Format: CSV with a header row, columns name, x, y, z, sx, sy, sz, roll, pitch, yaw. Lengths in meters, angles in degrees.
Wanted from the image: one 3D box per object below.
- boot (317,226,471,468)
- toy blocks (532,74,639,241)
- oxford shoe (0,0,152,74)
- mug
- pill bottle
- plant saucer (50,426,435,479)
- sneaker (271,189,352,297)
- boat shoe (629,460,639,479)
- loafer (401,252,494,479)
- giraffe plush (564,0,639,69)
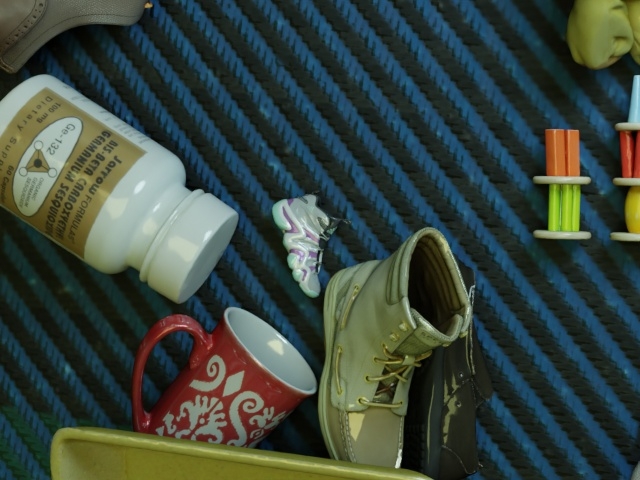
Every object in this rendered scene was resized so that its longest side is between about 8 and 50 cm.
name,x,y,z,sx,sy,sz,roll,pitch,yaw
boot,0.066,0.108,1.004,0.077,0.165,0.213,6,71,-26
toy blocks,0.255,-0.074,1.044,0.123,0.054,0.148,2,92,9
oxford shoe,-0.180,-0.288,1.095,0.363,0.130,0.133,-28,120,2
mug,-0.112,0.150,1.086,0.150,0.113,0.169,42,102,4
pill bottle,-0.199,-0.044,1.080,0.229,0.131,0.131,33,96,7
plant saucer,-0.062,0.310,1.025,0.332,0.081,0.333,6,113,9
sneaker,0.000,0.000,1.096,0.069,0.038,0.098,-20,89,10
boat shoe,0.420,0.254,1.009,0.324,0.123,0.116,7,127,0
loafer,0.119,0.121,1.071,0.078,0.080,0.220,5,92,-24
giraffe plush,0.245,-0.266,0.994,0.181,0.210,0.170,-49,50,32
